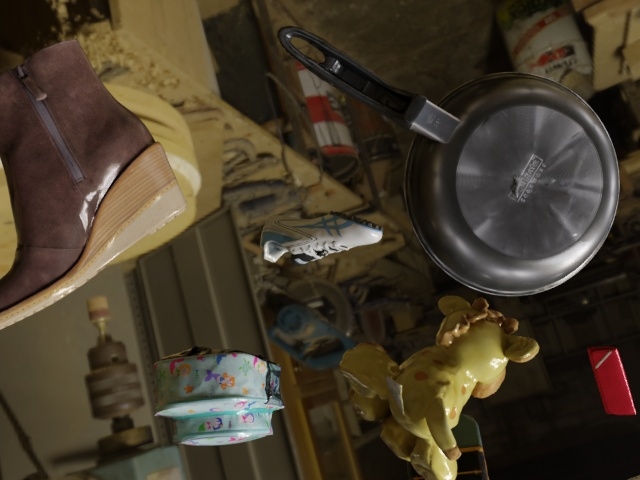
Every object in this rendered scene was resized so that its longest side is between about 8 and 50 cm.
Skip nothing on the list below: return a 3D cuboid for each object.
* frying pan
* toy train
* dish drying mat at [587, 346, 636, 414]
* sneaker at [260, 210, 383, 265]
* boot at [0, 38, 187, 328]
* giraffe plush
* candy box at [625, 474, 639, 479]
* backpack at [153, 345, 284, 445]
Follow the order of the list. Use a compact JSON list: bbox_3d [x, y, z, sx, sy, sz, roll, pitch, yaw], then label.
[{"bbox_3d":[0.134,-0.102,0.588,0.197,0.326,0.053,-36,-175,-4],"label":"frying pan"},{"bbox_3d":[0.193,0.374,0.954,0.142,0.190,0.334,-10,144,13],"label":"toy train"},{"bbox_3d":[0.310,0.150,0.731,0.032,0.083,0.008,-9,-161,37],"label":"dish drying mat"},{"bbox_3d":[0.000,0.000,1.099,0.237,0.086,0.085,-2,167,41],"label":"sneaker"},{"bbox_3d":[-0.280,-0.052,0.674,0.248,0.207,0.090,-37,-171,-12],"label":"boot"},{"bbox_3d":[0.139,0.146,0.767,0.170,0.181,0.210,-37,159,-20],"label":"giraffe plush"},{"bbox_3d":[0.561,0.483,1.055,0.070,0.197,0.164,-5,-174,-29],"label":"candy box"},{"bbox_3d":[-0.202,0.297,1.325,0.225,0.191,0.253,-8,157,11],"label":"backpack"}]
